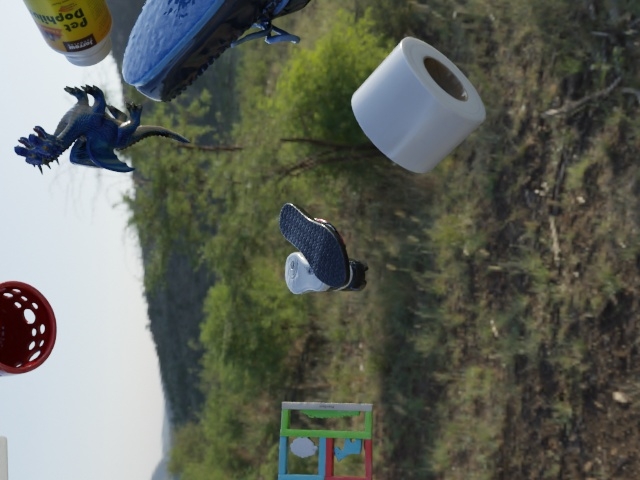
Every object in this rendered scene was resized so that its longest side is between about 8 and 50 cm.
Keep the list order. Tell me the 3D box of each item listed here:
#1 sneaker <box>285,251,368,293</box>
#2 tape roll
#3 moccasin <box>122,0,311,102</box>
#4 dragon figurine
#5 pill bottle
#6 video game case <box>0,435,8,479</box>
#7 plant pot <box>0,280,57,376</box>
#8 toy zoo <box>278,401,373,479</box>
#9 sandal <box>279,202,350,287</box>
[{"bbox_3d":[0.018,0.067,1.388,0.217,0.121,0.079,-173,86,-68],"label":"sneaker"},{"bbox_3d":[0.212,-0.290,1.574,0.169,0.246,0.246,-43,32,33],"label":"tape roll"},{"bbox_3d":[-0.044,-0.253,0.684,0.342,0.116,0.138,-44,49,15],"label":"moccasin"},{"bbox_3d":[-0.338,-0.150,1.139,0.289,0.085,0.144,20,-102,-56],"label":"dragon figurine"},{"bbox_3d":[-0.402,-0.376,1.155,0.215,0.117,0.117,84,-173,-64],"label":"pill bottle"},{"bbox_3d":[-0.468,0.420,0.993,0.206,0.026,0.227,-60,35,20],"label":"video game case"},{"bbox_3d":[-0.673,0.192,1.504,0.191,0.174,0.191,35,-133,-48],"label":"plant pot"},{"bbox_3d":[0.010,0.478,1.477,0.030,0.192,0.294,58,-148,-72],"label":"toy zoo"},{"bbox_3d":[0.000,0.000,0.962,0.179,0.040,0.067,46,125,51],"label":"sandal"}]
